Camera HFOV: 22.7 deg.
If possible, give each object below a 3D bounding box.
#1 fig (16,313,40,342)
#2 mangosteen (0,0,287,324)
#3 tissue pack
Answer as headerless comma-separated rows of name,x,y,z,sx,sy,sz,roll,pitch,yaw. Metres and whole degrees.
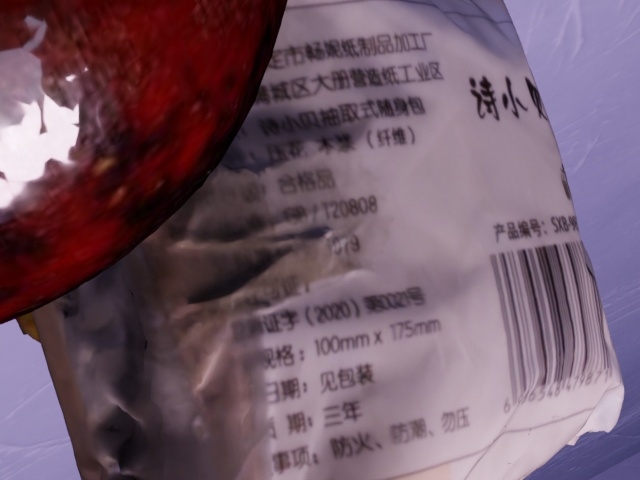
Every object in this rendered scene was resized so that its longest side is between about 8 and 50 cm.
fig,-0.145,0.026,1.025,0.149,0.149,0.245,-23,171,-26
mangosteen,-0.151,-0.116,0.486,0.311,0.311,0.311,-29,159,-13
tissue pack,0.000,0.000,0.854,0.195,0.390,0.376,-15,175,37
